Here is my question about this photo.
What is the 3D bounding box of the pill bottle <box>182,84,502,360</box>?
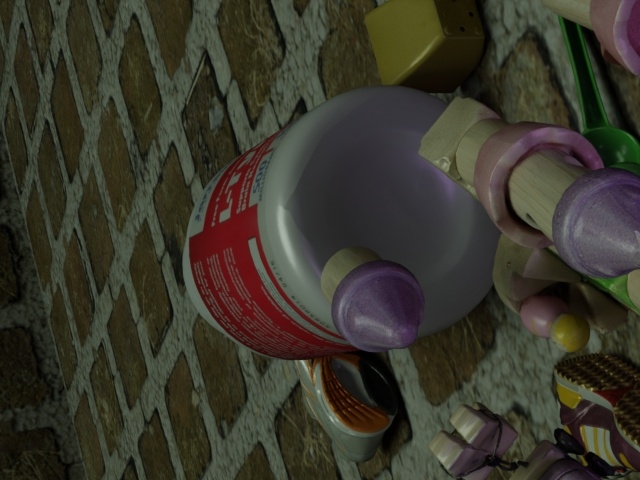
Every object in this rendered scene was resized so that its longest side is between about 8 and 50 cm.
[{"bbox_3d":[0.000,0.000,1.485,0.408,0.229,0.229,158,103,-68],"label":"pill bottle"}]

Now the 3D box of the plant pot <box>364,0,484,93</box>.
[{"bbox_3d":[0.102,-0.187,1.368,0.083,0.081,0.081,-36,64,53],"label":"plant pot"}]

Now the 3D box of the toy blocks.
[{"bbox_3d":[0.188,0.046,0.817,0.309,0.288,0.260,-52,26,5],"label":"toy blocks"}]

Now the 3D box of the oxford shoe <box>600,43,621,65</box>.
[{"bbox_3d":[0.261,-0.238,0.868,0.397,0.140,0.146,139,127,-63],"label":"oxford shoe"}]

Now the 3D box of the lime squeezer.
[{"bbox_3d":[0.221,-0.066,1.103,0.310,0.059,0.110,-96,12,-60],"label":"lime squeezer"}]

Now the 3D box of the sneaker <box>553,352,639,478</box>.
[{"bbox_3d":[0.243,0.154,1.166,0.185,0.070,0.084,-133,30,-65],"label":"sneaker"}]

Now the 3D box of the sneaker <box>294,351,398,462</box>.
[{"bbox_3d":[0.001,0.141,1.728,0.121,0.099,0.262,100,154,-48],"label":"sneaker"}]
